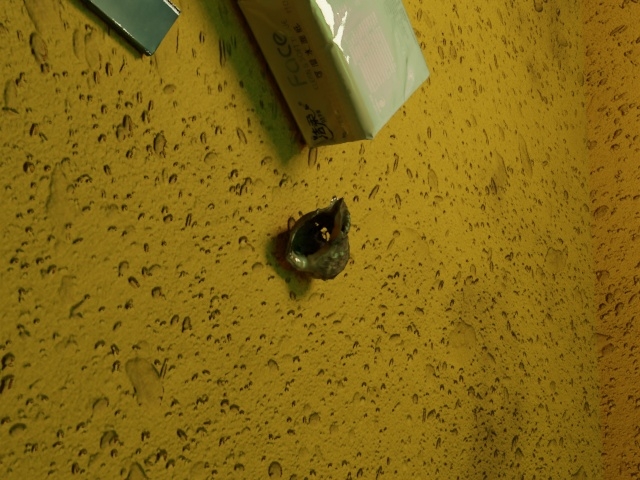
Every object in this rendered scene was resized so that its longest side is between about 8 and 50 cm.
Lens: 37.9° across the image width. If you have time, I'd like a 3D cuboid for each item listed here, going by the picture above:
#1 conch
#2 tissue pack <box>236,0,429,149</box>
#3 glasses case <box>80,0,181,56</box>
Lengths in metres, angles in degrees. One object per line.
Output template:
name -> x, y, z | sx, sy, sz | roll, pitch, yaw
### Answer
conch -> 0.000, 0.000, 1.933 | 0.130, 0.207, 0.155 | 42, 41, 20
tissue pack -> 0.032, -0.450, 1.994 | 0.331, 0.205, 0.404 | -51, 123, -44
glasses case -> -0.369, -0.439, 1.609 | 0.266, 0.056, 0.105 | 40, 79, -42
